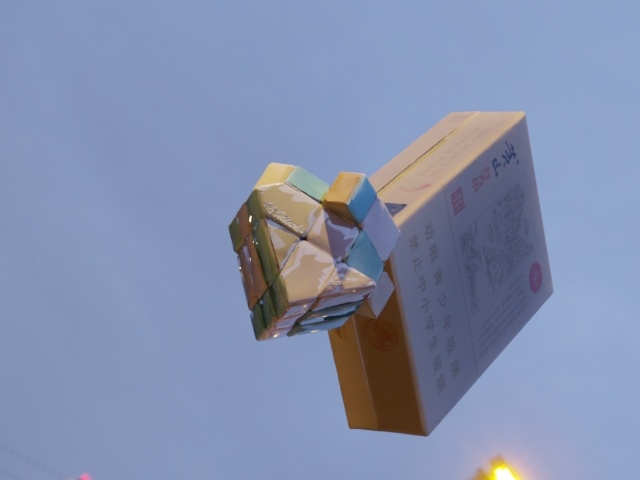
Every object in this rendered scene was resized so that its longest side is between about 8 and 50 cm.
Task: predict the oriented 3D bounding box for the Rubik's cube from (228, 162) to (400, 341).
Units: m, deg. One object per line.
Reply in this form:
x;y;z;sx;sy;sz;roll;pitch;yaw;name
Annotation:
0.001;0.002;0.711;0.075;0.073;0.084;168;-86;-71;Rubik's cube

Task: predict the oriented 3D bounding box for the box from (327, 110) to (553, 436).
0.075;0.015;0.942;0.058;0.201;0.141;2;-63;33;box
